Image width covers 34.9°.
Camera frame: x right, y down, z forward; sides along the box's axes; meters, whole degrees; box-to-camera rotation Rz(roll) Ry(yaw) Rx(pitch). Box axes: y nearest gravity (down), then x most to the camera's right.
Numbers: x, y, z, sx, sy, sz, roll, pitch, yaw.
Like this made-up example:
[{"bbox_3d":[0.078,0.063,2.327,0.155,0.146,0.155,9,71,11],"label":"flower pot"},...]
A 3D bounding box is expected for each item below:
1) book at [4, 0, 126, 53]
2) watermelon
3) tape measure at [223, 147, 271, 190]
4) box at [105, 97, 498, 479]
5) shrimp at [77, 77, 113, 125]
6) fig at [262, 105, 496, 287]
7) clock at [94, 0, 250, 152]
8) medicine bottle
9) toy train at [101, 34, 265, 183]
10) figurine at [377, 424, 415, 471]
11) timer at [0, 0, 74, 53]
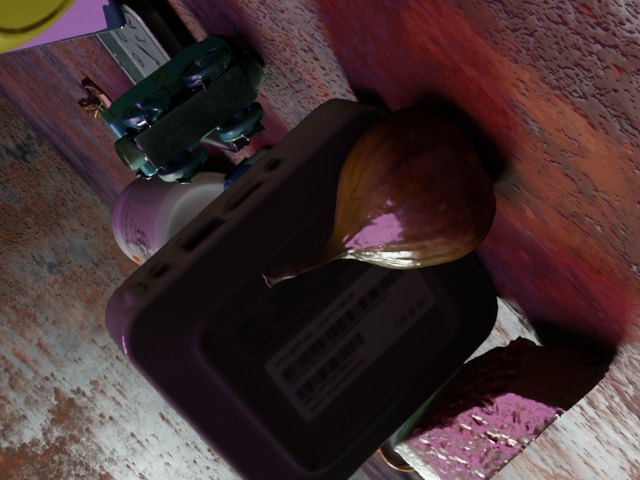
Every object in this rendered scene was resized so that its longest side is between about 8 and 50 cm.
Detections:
[{"bbox_3d":[-0.380,-0.371,1.278,0.191,0.025,0.269,-8,127,16],"label":"book"},{"bbox_3d":[0.220,0.183,1.151,0.140,0.193,0.256,45,151,5],"label":"watermelon"},{"bbox_3d":[0.000,0.000,1.456,0.351,0.098,0.215,32,162,36],"label":"tape measure"},{"bbox_3d":[0.000,0.083,1.113,0.090,0.367,0.373,30,160,52],"label":"box"},{"bbox_3d":[-0.476,-0.292,2.121,0.178,0.034,0.124,31,158,40],"label":"shrimp"},{"bbox_3d":[0.054,-0.033,0.988,0.160,0.231,0.143,51,-152,-46],"label":"fig"},{"bbox_3d":[-0.232,-0.254,1.483,0.273,0.049,0.279,24,155,54],"label":"clock"},{"bbox_3d":[-0.250,-0.026,1.857,0.211,0.211,0.371,50,165,-19],"label":"medicine bottle"},{"bbox_3d":[-0.166,-0.162,1.253,0.112,0.203,0.163,59,170,-28],"label":"toy train"},{"bbox_3d":[0.166,0.369,1.991,0.143,0.143,0.271,43,-174,10],"label":"figurine"},{"bbox_3d":[-0.424,-0.384,1.066,0.387,0.376,0.376,38,165,13],"label":"timer"}]
